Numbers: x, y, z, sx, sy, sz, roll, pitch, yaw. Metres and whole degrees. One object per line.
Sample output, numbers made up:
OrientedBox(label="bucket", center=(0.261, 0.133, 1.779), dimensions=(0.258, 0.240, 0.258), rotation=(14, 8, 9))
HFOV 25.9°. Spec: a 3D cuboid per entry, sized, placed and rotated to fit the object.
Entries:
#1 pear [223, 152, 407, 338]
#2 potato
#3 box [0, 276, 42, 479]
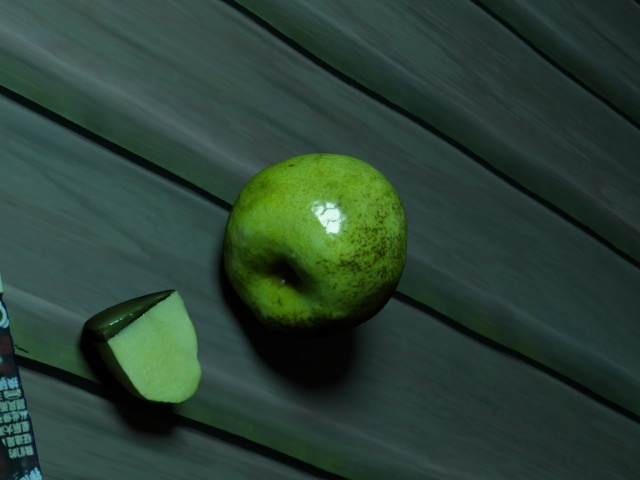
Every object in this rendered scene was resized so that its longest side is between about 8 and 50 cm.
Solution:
OrientedBox(label="pear", center=(0.000, 0.000, 1.462), dimensions=(0.197, 0.197, 0.197), rotation=(20, 61, -42))
OrientedBox(label="potato", center=(-0.168, 0.110, 1.326), dimensions=(0.096, 0.066, 0.103), rotation=(-26, 101, -35))
OrientedBox(label="box", center=(-0.348, 0.097, 1.117), dimensions=(0.198, 0.084, 0.310), rotation=(-5, 79, -49))
